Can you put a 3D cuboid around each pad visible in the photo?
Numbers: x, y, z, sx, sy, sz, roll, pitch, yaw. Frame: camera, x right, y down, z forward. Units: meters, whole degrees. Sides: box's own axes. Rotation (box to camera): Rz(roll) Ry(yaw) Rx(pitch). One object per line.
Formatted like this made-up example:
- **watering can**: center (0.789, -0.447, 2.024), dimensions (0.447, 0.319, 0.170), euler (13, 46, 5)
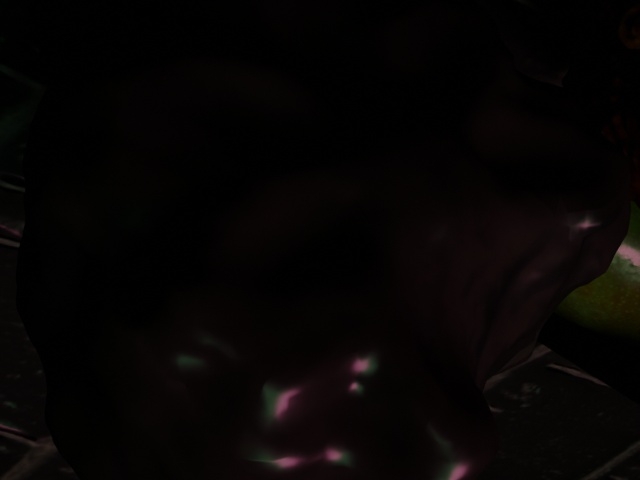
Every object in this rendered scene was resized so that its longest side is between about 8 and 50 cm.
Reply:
- **pad**: center (0.297, 0.112, 1.025), dimensions (0.247, 0.367, 0.007), euler (10, 105, -36)

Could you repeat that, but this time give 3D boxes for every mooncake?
- **mooncake**: center (0.000, 0.000, 0.704), dimensions (0.350, 0.381, 0.212), euler (30, 142, -2)

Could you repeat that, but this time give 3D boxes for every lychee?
- **lychee**: center (0.289, -0.115, 0.815), dimensions (0.236, 0.236, 0.271), euler (-41, 143, 23)

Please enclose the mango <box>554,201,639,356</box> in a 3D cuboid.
- **mango**: center (0.311, 0.009, 1.000), dimensions (0.382, 0.225, 0.201), euler (12, 102, -36)
